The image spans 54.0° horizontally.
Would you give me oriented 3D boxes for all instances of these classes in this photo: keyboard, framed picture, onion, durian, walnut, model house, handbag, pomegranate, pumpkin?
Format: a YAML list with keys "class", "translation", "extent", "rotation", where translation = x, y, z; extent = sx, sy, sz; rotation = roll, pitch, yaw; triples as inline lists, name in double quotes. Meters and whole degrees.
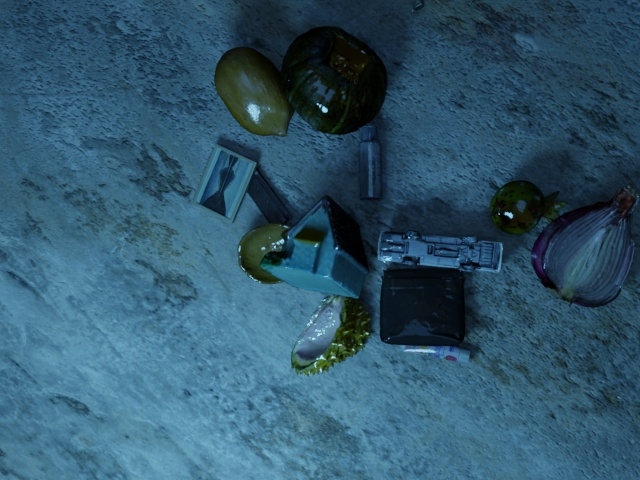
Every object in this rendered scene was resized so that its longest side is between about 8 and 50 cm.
- class: "keyboard"
  translation: [-0.177, -0.143, 1.914]
  extent: [0.072, 0.023, 0.231]
  rotation: [-38, 84, 14]
- class: "framed picture"
  translation: [-0.293, -0.174, 1.919]
  extent: [0.150, 0.015, 0.203]
  rotation: [26, 99, 12]
- class: "onion"
  translation: [0.717, 0.003, 1.704]
  extent: [0.267, 0.159, 0.349]
  rotation: [35, 91, -17]
- class: "durian"
  translation: [0.024, 0.293, 1.799]
  extent: [0.185, 0.195, 0.305]
  rotation: [44, 94, 0]
- class: "walnut"
  translation: [-0.190, -0.422, 1.831]
  extent: [0.203, 0.203, 0.298]
  rotation: [-31, 89, 7]
- class: "model house"
  translation: [0.000, 0.000, 1.748]
  extent: [0.229, 0.280, 0.249]
  rotation: [7, 74, 24]
- class: "handbag"
  translation: [0.292, 0.189, 1.799]
  extent: [0.246, 0.080, 0.223]
  rotation: [0, 80, 8]
- class: "pomegranate"
  translation: [0.573, -0.082, 1.736]
  extent: [0.220, 0.156, 0.156]
  rotation: [15, 92, -2]
- class: "pumpkin"
  translation: [0.038, -0.447, 1.758]
  extent: [0.320, 0.192, 0.321]
  rotation: [9, 64, -19]

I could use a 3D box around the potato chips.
- class: "potato chips"
  translation: [-0.143, 0.033, 1.883]
  extent: [0.195, 0.062, 0.208]
  rotation: [42, 94, -10]

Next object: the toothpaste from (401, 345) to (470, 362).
- class: "toothpaste"
  translation: [0.335, 0.313, 1.826]
  extent: [0.194, 0.043, 0.067]
  rotation: [12, 91, 14]

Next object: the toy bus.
- class: "toy bus"
  translation: [0.335, 0.029, 1.775]
  extent: [0.342, 0.138, 0.097]
  rotation: [5, 90, 8]

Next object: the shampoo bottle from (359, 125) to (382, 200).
- class: "shampoo bottle"
  translation: [0.147, -0.226, 1.841]
  extent: [0.072, 0.072, 0.214]
  rotation: [-1, 90, 9]

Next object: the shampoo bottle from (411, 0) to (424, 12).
- class: "shampoo bottle"
  translation: [0.261, -0.773, 1.831]
  extent: [0.057, 0.063, 0.208]
  rotation: [-13, 86, -2]
